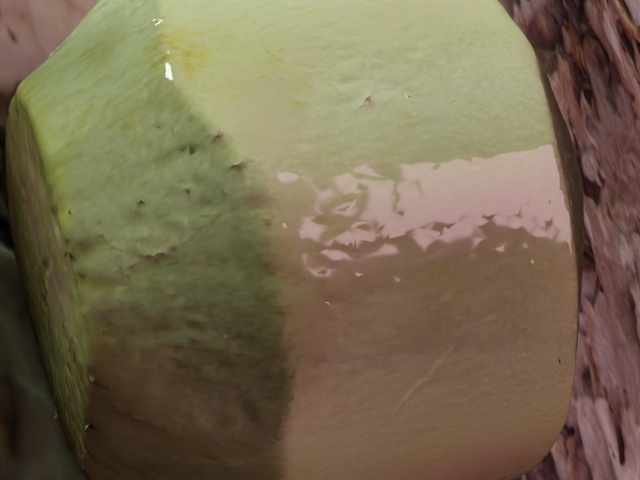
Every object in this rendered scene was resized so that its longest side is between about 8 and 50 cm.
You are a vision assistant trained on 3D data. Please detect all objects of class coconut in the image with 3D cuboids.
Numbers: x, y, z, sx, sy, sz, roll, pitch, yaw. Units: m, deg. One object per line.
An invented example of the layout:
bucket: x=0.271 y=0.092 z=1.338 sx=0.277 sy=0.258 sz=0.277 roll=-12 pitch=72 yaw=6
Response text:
coconut: x=0.001 y=0.002 z=0.615 sx=0.241 sy=0.241 sz=0.241 roll=37 pitch=44 yaw=-46
